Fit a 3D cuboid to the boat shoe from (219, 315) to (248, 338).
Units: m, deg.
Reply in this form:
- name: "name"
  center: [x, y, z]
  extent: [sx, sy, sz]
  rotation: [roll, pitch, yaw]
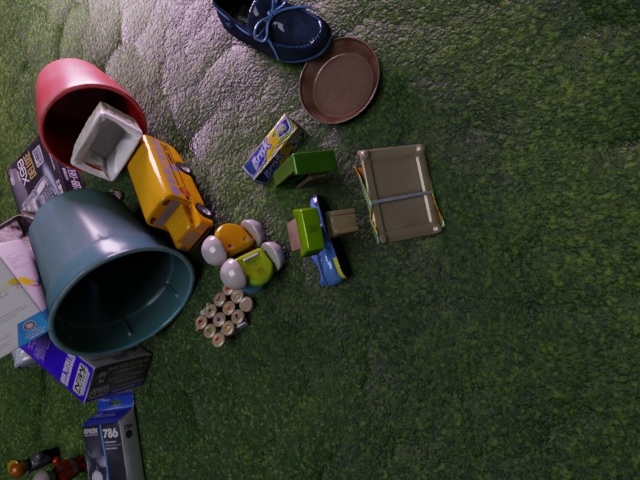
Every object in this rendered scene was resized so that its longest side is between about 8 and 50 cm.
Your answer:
- name: "boat shoe"
  center: [-0.227, 0.218, 1.054]
  extent: [0.100, 0.035, 0.035]
  rotation: [-35, 64, 18]

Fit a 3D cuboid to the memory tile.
- name: "memory tile"
  center: [-0.242, 0.183, 1.046]
  extent: [0.113, 0.012, 0.148]
  rotation: [36, 85, 29]

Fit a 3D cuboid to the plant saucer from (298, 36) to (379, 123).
- name: "plant saucer"
  center: [0.045, -0.361, 0.957]
  extent: [0.198, 0.036, 0.199]
  rotation: [-2, 87, 26]

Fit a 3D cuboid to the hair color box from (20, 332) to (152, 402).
- name: "hair color box"
  center: [-0.669, 0.304, 1.175]
  extent: [0.338, 0.185, 0.110]
  rotation: [21, 96, 25]

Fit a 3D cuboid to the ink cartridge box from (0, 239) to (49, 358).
- name: "ink cartridge box"
  center: [-0.770, 0.141, 1.010]
  extent: [0.171, 0.168, 0.233]
  rotation: [-30, 104, -12]

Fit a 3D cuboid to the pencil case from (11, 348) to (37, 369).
- name: "pencil case"
  center: [-0.952, 0.276, 1.351]
  extent: [0.124, 0.113, 0.273]
  rotation: [-37, 72, 22]

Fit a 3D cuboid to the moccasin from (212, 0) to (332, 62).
- name: "moccasin"
  center: [-0.134, -0.510, 0.989]
  extent: [0.342, 0.117, 0.138]
  rotation: [23, 89, 29]

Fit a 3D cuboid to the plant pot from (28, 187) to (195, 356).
- name: "plant pot"
  center: [-0.559, 0.056, 1.079]
  extent: [0.334, 0.341, 0.341]
  rotation: [43, 105, 30]

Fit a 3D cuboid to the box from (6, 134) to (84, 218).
- name: "box"
  center: [-0.894, -0.165, 1.369]
  extent: [0.242, 0.076, 0.308]
  rotation: [-32, 75, 21]

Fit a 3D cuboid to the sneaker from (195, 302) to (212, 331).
- name: "sneaker"
  center: [-0.303, 0.201, 1.095]
  extent: [0.037, 0.032, 0.083]
  rotation: [37, 93, 29]

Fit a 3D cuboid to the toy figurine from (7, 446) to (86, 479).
- name: "toy figurine"
  center: [-0.828, 0.748, 1.244]
  extent: [0.209, 0.148, 0.213]
  rotation: [3, 89, 26]

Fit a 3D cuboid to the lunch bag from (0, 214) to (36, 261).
- name: "lunch bag"
  center: [-0.911, 0.078, 1.227]
  extent: [0.235, 0.168, 0.287]
  rotation: [-59, 33, 12]

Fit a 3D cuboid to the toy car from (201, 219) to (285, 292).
- name: "toy car"
  center: [-0.187, 0.050, 0.998]
  extent: [0.182, 0.159, 0.136]
  rotation: [46, 140, 20]

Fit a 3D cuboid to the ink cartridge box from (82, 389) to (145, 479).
- name: "ink cartridge box"
  center: [-0.590, 0.610, 1.188]
  extent: [0.165, 0.065, 0.333]
  rotation: [-18, 79, 24]

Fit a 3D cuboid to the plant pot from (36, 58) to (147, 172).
- name: "plant pot"
  center: [-0.672, -0.371, 1.189]
  extent: [0.275, 0.275, 0.243]
  rotation: [-50, 59, 15]

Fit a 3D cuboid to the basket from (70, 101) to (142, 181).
- name: "basket"
  center: [-0.560, -0.261, 1.093]
  extent: [0.167, 0.113, 0.103]
  rotation: [-49, 43, 16]

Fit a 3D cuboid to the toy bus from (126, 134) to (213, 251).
- name: "toy bus"
  center: [-0.397, -0.127, 1.084]
  extent: [0.108, 0.130, 0.333]
  rotation: [-45, 55, 17]

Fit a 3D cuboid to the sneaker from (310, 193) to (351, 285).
- name: "sneaker"
  center: [0.000, 0.000, 0.939]
  extent: [0.082, 0.069, 0.209]
  rotation: [-22, 78, 27]

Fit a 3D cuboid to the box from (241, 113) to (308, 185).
- name: "box"
  center: [-0.111, -0.215, 1.009]
  extent: [0.169, 0.059, 0.054]
  rotation: [-48, 67, 15]

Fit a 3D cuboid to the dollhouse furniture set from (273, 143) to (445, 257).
- name: "dollhouse furniture set"
  center: [0.077, -0.081, 0.872]
  extent: [0.301, 0.151, 0.198]
  rotation: [-10, 87, -19]

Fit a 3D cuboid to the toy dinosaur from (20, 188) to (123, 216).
- name: "toy dinosaur"
  center: [-0.720, -0.072, 1.247]
  extent: [0.064, 0.268, 0.118]
  rotation: [7, 114, 67]
